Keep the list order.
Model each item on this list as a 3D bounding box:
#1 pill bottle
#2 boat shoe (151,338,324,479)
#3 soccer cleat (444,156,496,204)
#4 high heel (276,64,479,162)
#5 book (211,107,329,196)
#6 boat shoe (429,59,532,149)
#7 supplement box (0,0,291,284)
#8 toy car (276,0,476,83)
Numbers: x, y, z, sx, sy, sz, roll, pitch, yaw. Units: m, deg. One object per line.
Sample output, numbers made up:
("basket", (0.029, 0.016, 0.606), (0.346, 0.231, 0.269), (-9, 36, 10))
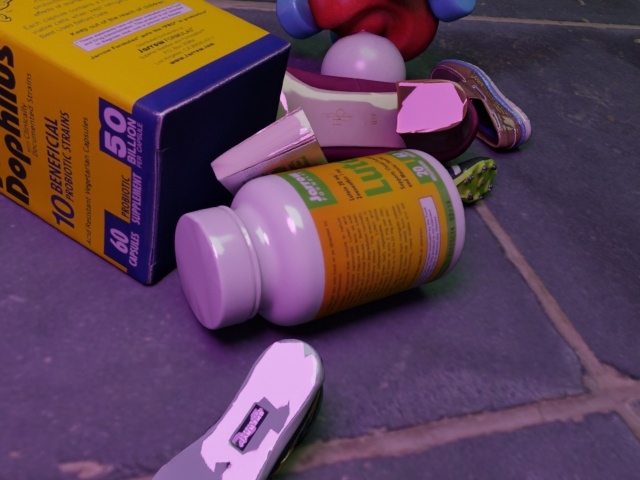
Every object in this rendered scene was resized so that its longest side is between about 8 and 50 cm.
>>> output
("pill bottle", (0.000, 0.000, 0.630), (0.246, 0.136, 0.136), (-14, 49, -30))
("boat shoe", (-0.056, 0.160, 0.499), (0.065, 0.083, 0.183), (33, 71, 20))
("soccer cleat", (0.142, -0.067, 0.812), (0.179, 0.060, 0.072), (-25, 42, -36))
("high heel", (-0.002, -0.141, 0.836), (0.378, 0.127, 0.181), (8, -1, 14))
("book", (-0.041, -0.067, 0.669), (0.096, 0.144, 0.035), (-26, 75, 4))
("boat shoe", (0.213, -0.195, 0.966), (0.066, 0.066, 0.183), (-22, 53, -33))
("supplement box", (-0.240, -0.154, 0.685), (0.357, 0.194, 0.195), (29, 43, 16))
("toy car", (0.073, -0.245, 0.929), (0.210, 0.219, 0.237), (8, 79, -44))
